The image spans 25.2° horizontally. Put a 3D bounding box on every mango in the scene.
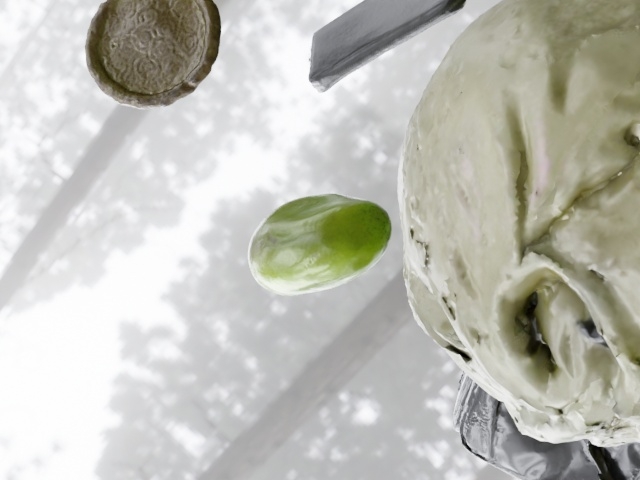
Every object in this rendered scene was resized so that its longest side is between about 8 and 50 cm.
[{"bbox_3d":[-0.006,0.003,1.348,0.117,0.163,0.089,-25,-85,-22],"label":"mango"}]

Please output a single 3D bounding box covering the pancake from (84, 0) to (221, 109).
[{"bbox_3d":[-0.220,-0.263,1.861,0.199,0.199,0.021,51,-167,16],"label":"pancake"}]

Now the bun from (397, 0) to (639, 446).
[{"bbox_3d":[0.198,-0.014,0.941,0.326,0.362,0.234,49,-132,0],"label":"bun"}]

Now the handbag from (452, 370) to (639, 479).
[{"bbox_3d":[0.248,0.134,1.259,0.244,0.275,0.088,29,-139,13],"label":"handbag"}]

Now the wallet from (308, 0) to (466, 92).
[{"bbox_3d":[0.082,-0.281,1.850,0.044,0.250,0.149,48,-155,-27],"label":"wallet"}]
